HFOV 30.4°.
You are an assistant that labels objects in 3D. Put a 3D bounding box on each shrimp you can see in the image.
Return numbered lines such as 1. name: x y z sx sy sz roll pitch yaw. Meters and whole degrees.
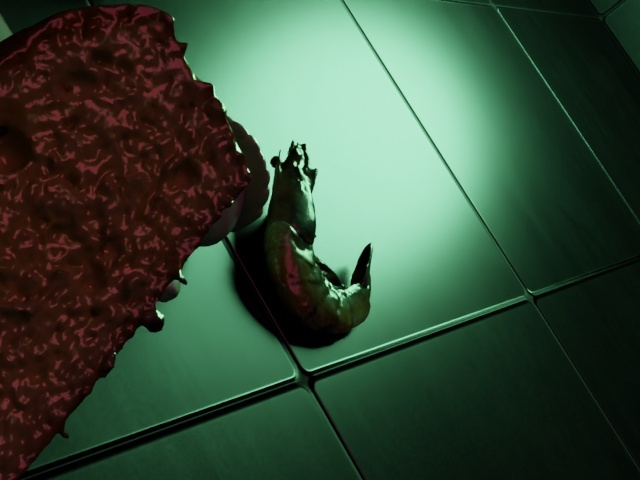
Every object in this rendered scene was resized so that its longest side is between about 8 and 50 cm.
1. shrimp: 0.000 0.000 1.180 0.150 0.051 0.217 29 45 -37

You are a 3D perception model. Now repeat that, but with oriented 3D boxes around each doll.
1. doll: -0.137 -0.028 0.977 0.138 0.119 0.293 54 37 -5

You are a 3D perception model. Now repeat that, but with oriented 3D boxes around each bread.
1. bread: -0.209 0.005 0.751 0.194 0.179 0.340 45 65 -20

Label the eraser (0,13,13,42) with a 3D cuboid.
1. eraser: -0.317 -0.195 0.993 0.150 0.023 0.104 57 32 9
